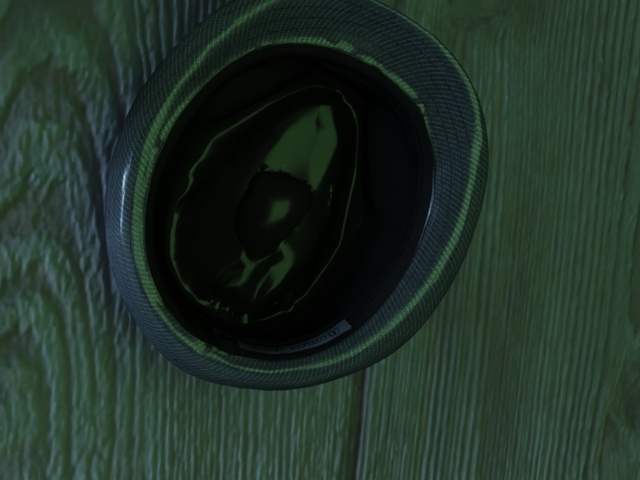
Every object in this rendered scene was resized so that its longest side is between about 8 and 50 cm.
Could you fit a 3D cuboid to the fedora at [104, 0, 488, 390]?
[{"bbox_3d":[-0.022,-0.034,0.999,0.244,0.124,0.275,22,93,-9],"label":"fedora"}]
